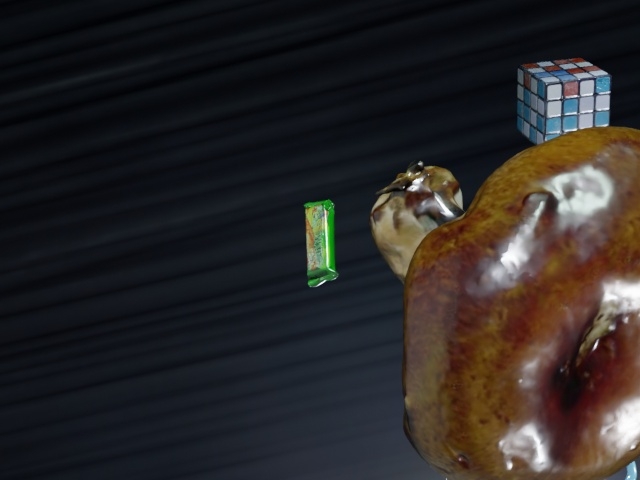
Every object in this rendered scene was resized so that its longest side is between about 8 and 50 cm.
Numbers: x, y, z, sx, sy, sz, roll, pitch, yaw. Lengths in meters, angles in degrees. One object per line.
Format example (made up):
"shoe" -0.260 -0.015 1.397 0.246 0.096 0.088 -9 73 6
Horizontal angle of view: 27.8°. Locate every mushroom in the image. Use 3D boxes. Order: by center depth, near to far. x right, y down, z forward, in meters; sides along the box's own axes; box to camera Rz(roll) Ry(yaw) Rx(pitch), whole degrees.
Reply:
"mushroom" 0.173 0.043 0.932 0.254 0.267 0.267 -89 167 -61

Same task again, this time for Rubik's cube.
"Rubik's cube" 0.310 -0.175 1.655 0.092 0.092 0.092 -123 -153 -63

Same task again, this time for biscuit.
"biscuit" 0.000 0.000 1.328 0.046 0.016 0.089 -19 -112 51

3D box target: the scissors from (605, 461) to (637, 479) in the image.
"scissors" 0.293 0.272 1.686 0.125 0.256 0.030 -58 -177 -28
